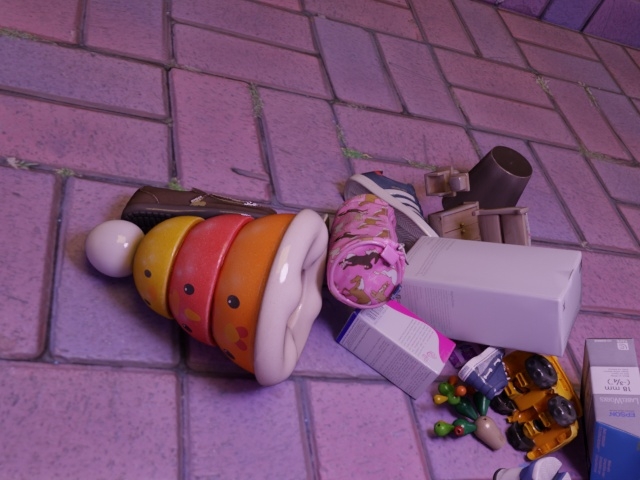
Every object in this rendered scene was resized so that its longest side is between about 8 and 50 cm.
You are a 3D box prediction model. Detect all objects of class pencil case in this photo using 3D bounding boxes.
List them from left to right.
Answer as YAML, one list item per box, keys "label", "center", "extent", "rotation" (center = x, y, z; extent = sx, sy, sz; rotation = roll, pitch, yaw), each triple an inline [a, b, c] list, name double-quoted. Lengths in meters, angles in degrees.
- label: "pencil case"
  center: [0.100, 0.012, 1.573]
  extent: [0.167, 0.159, 0.386]
  rotation: [7, 18, -1]

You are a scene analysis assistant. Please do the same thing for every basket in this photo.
- label: "basket"
  center: [0.477, -0.138, 1.962]
  extent: [0.154, 0.226, 0.204]
  rotation: [-25, 64, -42]

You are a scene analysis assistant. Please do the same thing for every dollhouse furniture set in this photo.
- label: "dollhouse furniture set"
  center: [0.465, -0.048, 1.765]
  extent: [0.174, 0.356, 0.303]
  rotation: [-17, 102, -42]

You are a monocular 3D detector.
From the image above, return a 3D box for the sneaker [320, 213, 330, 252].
- label: "sneaker"
  center: [0.000, 0.000, 1.716]
  extent: [0.065, 0.061, 0.157]
  rotation: [45, 38, -23]

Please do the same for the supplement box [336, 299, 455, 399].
- label: "supplement box"
  center: [0.164, 0.222, 1.530]
  extent: [0.220, 0.113, 0.111]
  rotation: [35, 42, 10]

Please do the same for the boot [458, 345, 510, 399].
- label: "boot"
  center: [0.367, 0.281, 1.495]
  extent: [0.086, 0.069, 0.190]
  rotation: [42, 31, 23]

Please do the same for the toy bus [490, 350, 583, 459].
- label: "toy bus"
  center: [0.508, 0.363, 1.571]
  extent: [0.212, 0.149, 0.220]
  rotation: [11, 45, -41]

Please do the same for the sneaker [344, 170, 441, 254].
- label: "sneaker"
  center: [0.227, -0.069, 1.827]
  extent: [0.148, 0.131, 0.350]
  rotation: [-25, 62, -38]

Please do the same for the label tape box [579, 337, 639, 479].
- label: "label tape box"
  center: [0.621, 0.406, 1.482]
  extent: [0.106, 0.240, 0.333]
  rotation: [-1, 40, 15]

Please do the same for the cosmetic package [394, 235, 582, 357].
- label: "cosmetic package"
  center: [0.370, 0.114, 1.572]
  extent: [0.385, 0.156, 0.217]
  rotation: [9, 32, 31]

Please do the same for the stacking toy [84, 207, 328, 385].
- label: "stacking toy"
  center: [-0.246, 0.068, 1.393]
  extent: [0.481, 0.350, 0.350]
  rotation: [13, 41, 11]

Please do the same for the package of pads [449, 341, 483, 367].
- label: "package of pads"
  center: [0.338, 0.265, 1.639]
  extent: [0.083, 0.032, 0.050]
  rotation: [-9, 52, -34]

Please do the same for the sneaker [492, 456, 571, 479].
- label: "sneaker"
  center: [0.410, 0.555, 1.330]
  extent: [0.128, 0.182, 0.315]
  rotation: [-23, 92, -39]

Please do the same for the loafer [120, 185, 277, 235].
- label: "loafer"
  center: [-0.255, -0.066, 1.573]
  extent: [0.366, 0.133, 0.130]
  rotation: [9, 46, -21]

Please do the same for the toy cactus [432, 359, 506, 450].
- label: "toy cactus"
  center: [0.330, 0.364, 1.501]
  extent: [0.180, 0.112, 0.219]
  rotation: [47, 36, 6]
